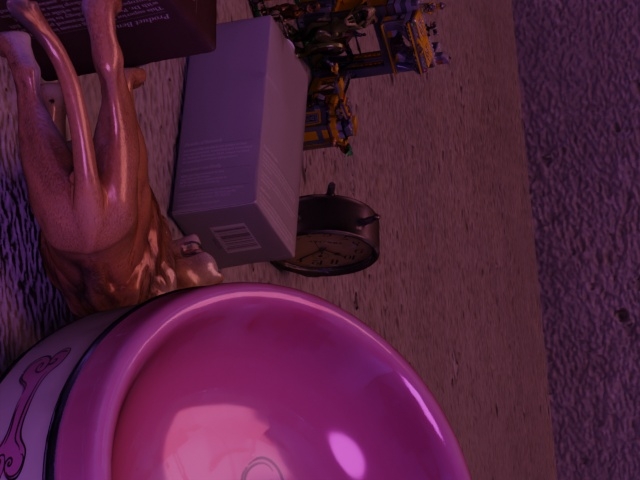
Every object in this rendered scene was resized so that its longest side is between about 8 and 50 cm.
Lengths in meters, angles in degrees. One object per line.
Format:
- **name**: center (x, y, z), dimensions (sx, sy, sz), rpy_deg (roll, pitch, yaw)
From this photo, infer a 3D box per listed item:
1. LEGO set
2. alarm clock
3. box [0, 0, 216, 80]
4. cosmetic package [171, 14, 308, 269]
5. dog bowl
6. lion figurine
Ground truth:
- **LEGO set**: center (0.043, -0.280, 2.158), dimensions (0.255, 0.192, 0.331), rpy_deg (-61, 141, -60)
- **alarm clock**: center (0.000, 0.000, 2.065), dimensions (0.192, 0.129, 0.064), rpy_deg (110, -17, -62)
- **box**: center (-0.198, -0.258, 1.468), dimensions (0.203, 0.168, 0.167), rpy_deg (47, 38, -61)
- **cosmetic package**: center (-0.081, -0.105, 1.878), dimensions (0.127, 0.107, 0.238), rpy_deg (57, 29, -53)
- **dog bowl**: center (-0.054, 0.211, 1.315), dimensions (0.408, 0.150, 0.408), rpy_deg (19, 56, -30)
- **lion figurine**: center (-0.182, -0.037, 1.418), dimensions (0.392, 0.142, 0.240), rpy_deg (51, 31, -79)
